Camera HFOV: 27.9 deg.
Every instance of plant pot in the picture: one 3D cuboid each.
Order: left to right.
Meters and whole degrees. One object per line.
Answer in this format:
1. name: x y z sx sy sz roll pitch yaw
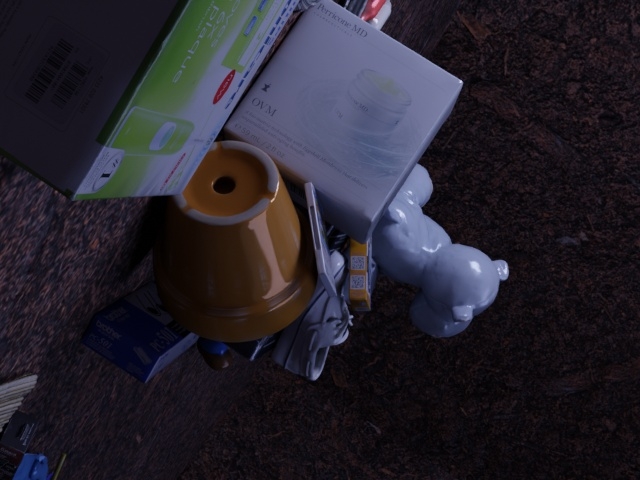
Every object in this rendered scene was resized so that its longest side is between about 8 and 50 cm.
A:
1. plant pot: -0.107 -0.013 1.550 0.205 0.205 0.188 -55 159 -31

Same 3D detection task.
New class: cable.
1. cable: 0.041 -0.267 1.810 0.139 0.072 0.287 115 -4 -60

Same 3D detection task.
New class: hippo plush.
1. hippo plush: 0.174 0.014 1.980 0.234 0.236 0.294 -54 173 -38

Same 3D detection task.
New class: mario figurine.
1. mario figurine: -0.112 0.142 2.431 0.320 0.170 0.198 128 -36 -50

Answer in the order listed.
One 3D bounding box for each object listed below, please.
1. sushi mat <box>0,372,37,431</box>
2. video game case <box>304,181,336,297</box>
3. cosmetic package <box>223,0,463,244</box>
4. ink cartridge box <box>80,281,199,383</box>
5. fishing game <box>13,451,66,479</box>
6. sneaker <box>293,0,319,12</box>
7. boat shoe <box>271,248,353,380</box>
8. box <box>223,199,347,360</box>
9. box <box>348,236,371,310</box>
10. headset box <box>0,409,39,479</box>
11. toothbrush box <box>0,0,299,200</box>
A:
1. sushi mat: -0.369 0.211 1.260 0.151 0.019 0.316 -59 175 4
2. video game case: 0.000 0.000 1.586 0.087 0.011 0.122 64 16 -67
3. cosmetic package: 0.028 -0.157 1.674 0.225 0.224 0.138 -57 175 -13
4. ink cartridge box: -0.221 0.115 1.655 0.046 0.097 0.207 -59 175 15
5. fishing game: -0.406 0.343 1.608 0.189 0.041 0.264 -67 167 16
6. sneaker: -0.022 -0.269 1.292 0.093 0.088 0.225 -57 175 9
7. boat shoe: 0.006 0.110 1.835 0.095 0.084 0.258 -52 171 -36
8. box: -0.071 -0.004 1.900 0.294 0.182 0.296 -59 173 6
9. box: 0.056 0.024 1.778 0.081 0.028 0.136 66 27 -75
10. headset box: -0.350 0.238 1.457 0.083 0.032 0.062 -59 -170 28
11. toothbrush box: -0.123 -0.145 0.885 0.206 0.122 0.283 -58 176 5
